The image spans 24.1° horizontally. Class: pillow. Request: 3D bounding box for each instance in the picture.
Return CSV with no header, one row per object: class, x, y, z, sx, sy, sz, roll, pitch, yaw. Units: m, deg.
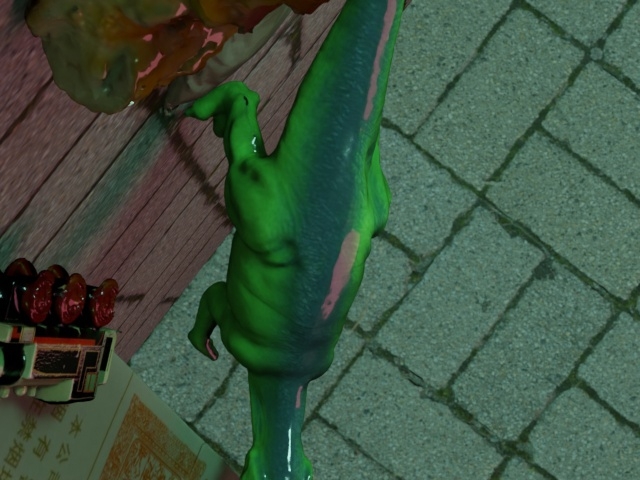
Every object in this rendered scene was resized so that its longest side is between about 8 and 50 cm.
pillow,-0.031,-0.170,0.943,0.148,0.050,0.230,-46,177,-25

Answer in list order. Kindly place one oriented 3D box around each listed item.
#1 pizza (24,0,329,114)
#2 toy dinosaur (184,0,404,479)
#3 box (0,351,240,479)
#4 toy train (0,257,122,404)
pizza,0.045,-0.193,0.560,0.409,0.114,0.278,-42,180,3
toy dinosaur,0.000,0.000,1.051,0.500,0.143,0.375,128,-37,-63
box,-0.174,0.199,1.087,0.205,0.051,0.365,-67,153,-21
toy train,-0.173,0.056,0.910,0.138,0.050,0.087,13,88,-68
